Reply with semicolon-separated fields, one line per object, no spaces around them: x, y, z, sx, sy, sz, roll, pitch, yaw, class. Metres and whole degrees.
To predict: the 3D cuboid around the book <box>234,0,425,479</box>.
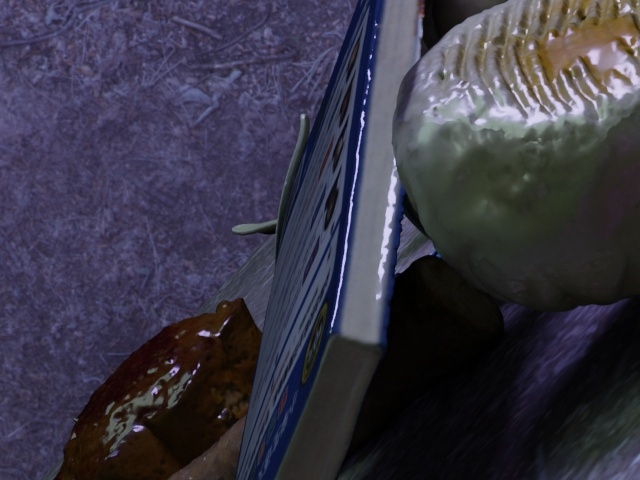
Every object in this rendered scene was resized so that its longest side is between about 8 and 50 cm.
0.001;0.020;1.108;0.428;0.039;0.300;-81;9;-49;book

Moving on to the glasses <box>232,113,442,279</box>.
0.022;0.003;1.596;0.239;0.207;0.102;-41;-28;26;glasses

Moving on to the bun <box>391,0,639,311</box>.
0.151;-0.053;0.967;0.244;0.153;0.244;-12;25;6;bun

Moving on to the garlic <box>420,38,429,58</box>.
0.143;-0.218;1.646;0.231;0.246;0.340;-52;-31;-43;garlic

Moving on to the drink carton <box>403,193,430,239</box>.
0.138;-0.064;1.330;0.146;0.144;0.142;-38;20;56;drink carton

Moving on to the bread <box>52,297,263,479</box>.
-0.137;0.166;1.638;0.246;0.135;0.232;-49;7;-23;bread

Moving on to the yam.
-0.011;0.130;1.292;0.357;0.081;0.081;-42;8;34;yam

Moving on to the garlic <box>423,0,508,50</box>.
0.185;-0.145;1.187;0.203;0.281;0.185;-69;-22;-1;garlic
